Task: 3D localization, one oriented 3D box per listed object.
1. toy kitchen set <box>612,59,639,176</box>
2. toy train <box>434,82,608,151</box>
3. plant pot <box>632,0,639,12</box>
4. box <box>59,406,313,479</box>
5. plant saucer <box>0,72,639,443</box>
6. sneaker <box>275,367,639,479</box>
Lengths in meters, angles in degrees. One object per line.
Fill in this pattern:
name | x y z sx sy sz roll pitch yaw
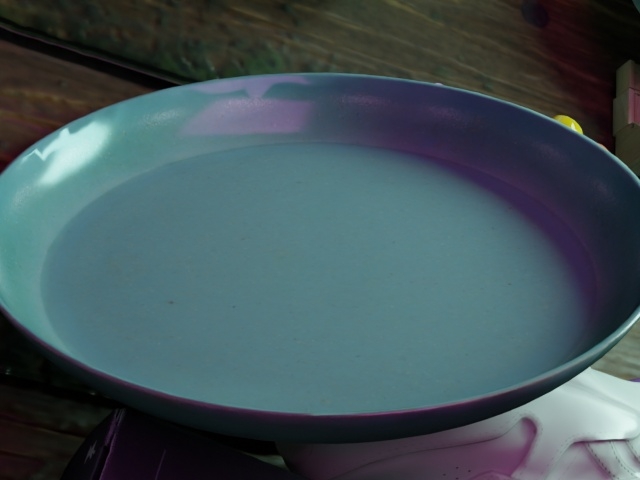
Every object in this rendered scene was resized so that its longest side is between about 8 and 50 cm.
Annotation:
toy kitchen set | 0.244 -0.084 0.842 0.068 0.075 0.083 17 62 -19
toy train | 0.100 -0.026 0.762 0.166 0.046 0.125 8 62 -19
plant pot | 0.371 -0.207 0.864 0.290 0.195 0.290 21 46 -23
box | -0.030 0.187 0.541 0.207 0.108 0.153 25 55 -12
plant saucer | 0.000 0.000 0.605 0.317 0.044 0.317 0 30 0
sneaker | 0.119 0.132 0.627 0.305 0.114 0.152 12 62 -30
